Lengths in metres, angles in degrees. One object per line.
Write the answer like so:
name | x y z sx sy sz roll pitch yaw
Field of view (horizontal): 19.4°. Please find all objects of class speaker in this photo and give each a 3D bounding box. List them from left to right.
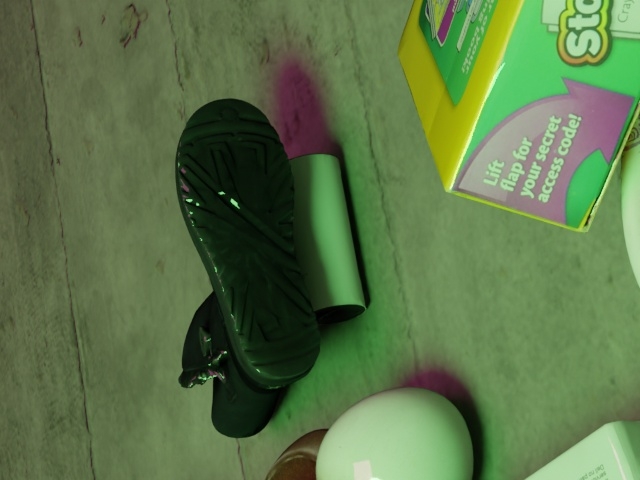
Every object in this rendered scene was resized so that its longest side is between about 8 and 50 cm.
speaker | 0.000 0.000 1.554 0.055 0.055 0.136 -31 62 47

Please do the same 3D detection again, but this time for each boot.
boot | -0.077 0.030 1.563 0.207 0.094 0.246 129 127 -67

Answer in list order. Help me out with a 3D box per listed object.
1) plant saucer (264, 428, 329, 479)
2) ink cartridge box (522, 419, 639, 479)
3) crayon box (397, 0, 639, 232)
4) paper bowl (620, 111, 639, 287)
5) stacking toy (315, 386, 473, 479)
plant saucer | -0.006 0.241 1.560 0.168 0.029 0.168 -10 78 52
ink cartridge box | 0.207 0.289 1.201 0.211 0.122 0.289 -42 55 42
crayon box | 0.168 -0.230 1.213 0.313 0.106 0.363 -101 29 -68
paper bowl | 0.299 -0.067 1.058 0.284 0.148 0.284 -168 90 -73
stacking toy | -0.037 0.315 1.376 0.351 0.350 0.480 10 61 52
